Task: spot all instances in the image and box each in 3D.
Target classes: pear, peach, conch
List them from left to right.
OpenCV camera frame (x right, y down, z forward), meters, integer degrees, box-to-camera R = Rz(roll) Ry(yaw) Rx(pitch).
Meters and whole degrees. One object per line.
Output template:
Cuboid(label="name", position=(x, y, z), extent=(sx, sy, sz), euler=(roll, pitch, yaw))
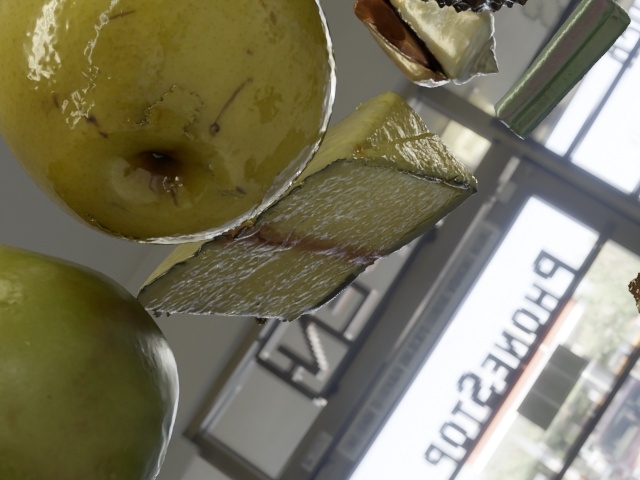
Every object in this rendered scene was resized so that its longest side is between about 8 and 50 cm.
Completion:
Cuboid(label="peach", position=(-0.285, 0.148, 1.122), extent=(0.281, 0.315, 0.314), euler=(-33, 30, 17))
Cuboid(label="pear", position=(-0.155, -0.167, 1.164), extent=(0.348, 0.348, 0.348), euler=(-51, -17, -22))
Cuboid(label="conch", position=(0.179, -0.325, 1.900), extent=(0.158, 0.255, 0.127), euler=(-52, -30, 7))

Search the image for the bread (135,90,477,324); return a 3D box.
Cuboid(label="bread", position=(0.000, 0.000, 1.519), extent=(0.345, 0.242, 0.405), euler=(-35, 13, 17))

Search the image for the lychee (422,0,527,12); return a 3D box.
Cuboid(label="lychee", position=(0.168, -0.366, 1.243), extent=(0.267, 0.267, 0.267), euler=(-51, -17, -22))

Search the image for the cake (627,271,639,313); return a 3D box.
Cuboid(label="cake", position=(0.595, 0.096, 1.925), extent=(0.134, 0.135, 0.147), euler=(-58, 29, 26))

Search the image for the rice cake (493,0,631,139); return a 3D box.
Cuboid(label="rice cake", position=(0.322, -0.235, 1.618), extent=(0.080, 0.042, 0.222), euler=(23, -65, -44))
